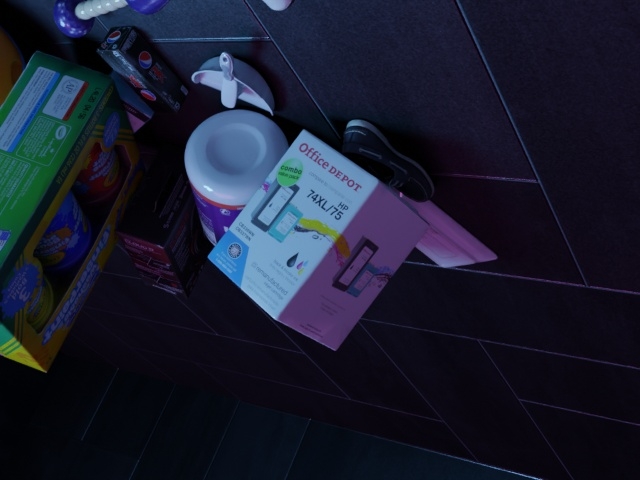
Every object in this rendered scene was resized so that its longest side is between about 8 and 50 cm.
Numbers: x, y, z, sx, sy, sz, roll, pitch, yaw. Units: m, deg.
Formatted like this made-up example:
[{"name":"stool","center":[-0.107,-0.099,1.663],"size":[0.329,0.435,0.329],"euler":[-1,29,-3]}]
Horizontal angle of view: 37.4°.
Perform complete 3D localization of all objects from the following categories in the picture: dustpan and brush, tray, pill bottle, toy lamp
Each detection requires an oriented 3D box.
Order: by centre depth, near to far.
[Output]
[{"name":"toy lamp","center":[-0.308,-0.364,1.428],"size":[0.275,0.080,0.080],"euler":[-4,145,46]},{"name":"dustpan and brush","center":[-0.143,-0.260,1.514],"size":[0.147,0.060,0.211],"euler":[23,157,3]},{"name":"pill bottle","center":[-0.140,-0.086,1.734],"size":[0.182,0.181,0.323],"euler":[20,157,10]},{"name":"tray","center":[0.190,-0.021,1.750],"size":[0.270,0.030,0.145],"euler":[36,153,-26]}]

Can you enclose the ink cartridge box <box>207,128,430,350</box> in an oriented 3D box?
[{"name":"ink cartridge box","center":[0.000,0.000,1.570],"size":[0.198,0.270,0.197],"euler":[38,-178,38]}]

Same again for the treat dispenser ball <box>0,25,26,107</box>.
[{"name":"treat dispenser ball","center":[-0.669,-0.278,1.690],"size":[0.288,0.288,0.288],"euler":[20,157,9]}]

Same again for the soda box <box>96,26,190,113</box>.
[{"name":"soda box","center":[-0.300,-0.288,1.615],"size":[0.060,0.053,0.169],"euler":[6,151,37]}]

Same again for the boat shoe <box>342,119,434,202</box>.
[{"name":"boat shoe","center":[0.109,-0.115,1.573],"size":[0.075,0.064,0.206],"euler":[-12,138,47]}]

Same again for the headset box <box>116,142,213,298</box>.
[{"name":"headset box","center":[-0.300,-0.042,1.937],"size":[0.110,0.218,0.293],"euler":[18,156,11]}]

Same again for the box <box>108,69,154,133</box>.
[{"name":"box","center":[-0.387,-0.245,1.782],"size":[0.101,0.060,0.244],"euler":[33,155,-20]}]

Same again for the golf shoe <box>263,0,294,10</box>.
[{"name":"golf shoe","center":[-0.088,-0.353,1.223],"size":[0.077,0.093,0.198],"euler":[13,156,22]}]

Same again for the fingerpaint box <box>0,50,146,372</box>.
[{"name":"fingerpaint box","center":[-0.493,-0.038,1.683],"size":[0.163,0.444,0.371],"euler":[20,156,9]}]
